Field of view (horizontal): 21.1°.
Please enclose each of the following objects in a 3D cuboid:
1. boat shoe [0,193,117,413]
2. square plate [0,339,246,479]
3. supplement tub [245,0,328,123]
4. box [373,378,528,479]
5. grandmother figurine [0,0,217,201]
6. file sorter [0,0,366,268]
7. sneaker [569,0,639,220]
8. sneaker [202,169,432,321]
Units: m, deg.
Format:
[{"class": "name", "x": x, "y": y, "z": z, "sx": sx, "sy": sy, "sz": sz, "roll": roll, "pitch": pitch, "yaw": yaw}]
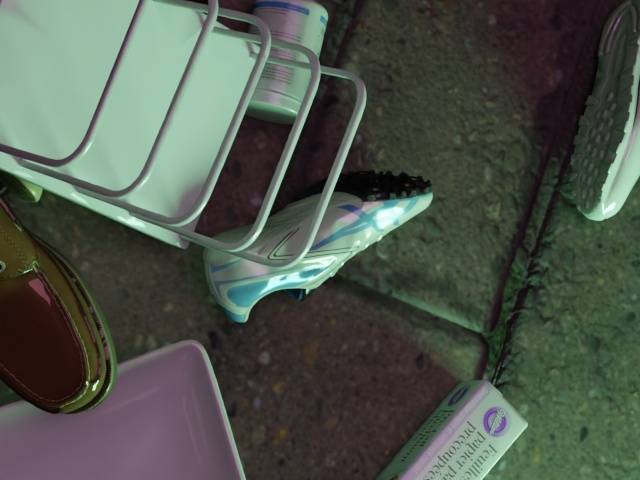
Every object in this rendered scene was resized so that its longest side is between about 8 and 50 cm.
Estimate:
[{"class": "boat shoe", "x": -0.281, "y": 0.014, "z": 1.368, "sx": 0.111, "sy": 0.104, "sz": 0.307, "roll": -38, "pitch": 84, "yaw": 9}, {"class": "square plate", "x": -0.208, "y": 0.296, "z": 1.432, "sx": 0.344, "sy": 0.049, "sz": 0.347, "roll": -18, "pitch": 90, "yaw": -3}, {"class": "supplement tub", "x": -0.037, "y": -0.167, "z": 1.567, "sx": 0.071, "sy": 0.071, "sz": 0.107, "roll": 17, "pitch": 79, "yaw": -17}, {"class": "box", "x": 0.058, "y": 0.262, "z": 1.558, "sx": 0.063, "sy": 0.067, "sz": 0.324, "roll": 46, "pitch": 73, "yaw": -10}, {"class": "grandmother figurine", "x": -0.172, "y": -0.189, "z": 1.510, "sx": 0.208, "sy": 0.104, "sz": 0.342, "roll": 45, "pitch": 75, "yaw": -19}, {"class": "file sorter", "x": -0.122, "y": -0.107, "z": 1.375, "sx": 0.278, "sy": 0.173, "sz": 0.193, "roll": 26, "pitch": 83, "yaw": -47}, {"class": "sneaker", "x": 0.315, "y": -0.124, "z": 1.682, "sx": 0.095, "sy": 0.090, "sz": 0.235, "roll": 24, "pitch": 78, "yaw": -25}, {"class": "sneaker", "x": 0.000, "y": 0.000, "z": 1.565, "sx": 0.237, "sy": 0.085, "sz": 0.086, "roll": -24, "pitch": 119, "yaw": -23}]
